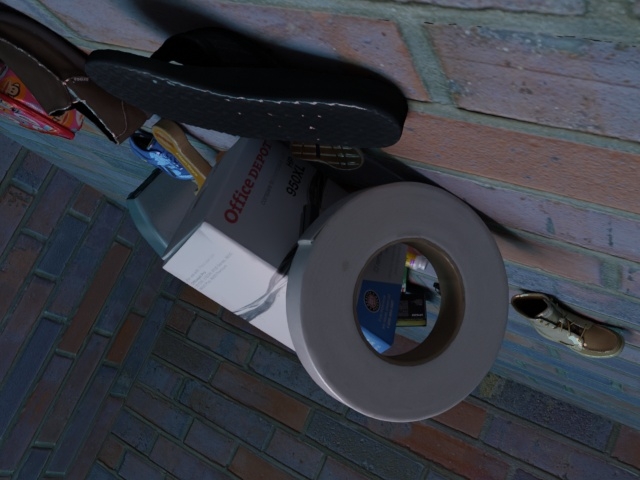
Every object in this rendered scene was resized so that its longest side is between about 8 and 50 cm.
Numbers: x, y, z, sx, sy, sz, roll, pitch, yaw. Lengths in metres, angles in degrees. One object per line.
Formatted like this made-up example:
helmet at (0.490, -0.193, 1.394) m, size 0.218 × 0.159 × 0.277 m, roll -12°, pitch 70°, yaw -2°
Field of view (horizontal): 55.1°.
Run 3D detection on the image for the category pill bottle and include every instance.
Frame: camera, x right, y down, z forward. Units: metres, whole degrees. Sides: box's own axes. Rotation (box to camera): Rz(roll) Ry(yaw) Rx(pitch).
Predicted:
pill bottle at (0.219, 0.044, 1.489) m, size 0.083 × 0.043 × 0.043 m, roll 21°, pitch 169°, yaw 20°

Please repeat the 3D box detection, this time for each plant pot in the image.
plant pot at (-0.437, -0.090, 1.859) m, size 0.252 × 0.247 × 0.248 m, roll 48°, pitch 161°, yaw -22°

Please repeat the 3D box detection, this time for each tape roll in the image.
tape roll at (0.132, 0.097, 1.010) m, size 0.392 × 0.391 × 0.072 m, roll 29°, pitch 169°, yaw -18°

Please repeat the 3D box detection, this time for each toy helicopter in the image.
toy helicopter at (-0.246, -0.135, 1.401) m, size 0.355 × 0.140 × 0.235 m, roll 49°, pitch 156°, yaw -21°

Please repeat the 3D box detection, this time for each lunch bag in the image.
lunch bag at (-0.742, -0.353, 1.586) m, size 0.293 × 0.120 × 0.258 m, roll 17°, pitch 171°, yaw 44°

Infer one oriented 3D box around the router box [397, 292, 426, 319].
router box at (0.184, 0.230, 1.972) m, size 0.309 × 0.080 × 0.243 m, roll -3°, pitch 166°, yaw 10°

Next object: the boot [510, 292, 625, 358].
boot at (0.541, 0.184, 1.354) m, size 0.165 × 0.077 × 0.213 m, roll 36°, pitch 168°, yaw -38°

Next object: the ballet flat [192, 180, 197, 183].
ballet flat at (-0.323, -0.176, 1.635) m, size 0.168 × 0.057 × 0.052 m, roll 18°, pitch 158°, yaw 33°

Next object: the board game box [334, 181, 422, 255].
board game box at (0.123, -0.043, 1.333) m, size 0.145 × 0.027 × 0.281 m, roll 17°, pitch 167°, yaw 30°

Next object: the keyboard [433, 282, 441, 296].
keyboard at (0.399, 0.178, 1.757) m, size 0.192 × 0.038 × 0.100 m, roll 31°, pitch 168°, yaw -25°

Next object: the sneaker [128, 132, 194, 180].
sneaker at (-0.392, -0.215, 1.560) m, size 0.209 × 0.069 × 0.082 m, roll 25°, pitch 166°, yaw 4°

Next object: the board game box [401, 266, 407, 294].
board game box at (0.152, 0.116, 1.844) m, size 0.214 × 0.046 × 0.317 m, roll 5°, pitch 166°, yaw 9°

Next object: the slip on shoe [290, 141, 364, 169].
slip on shoe at (0.016, -0.149, 1.025) m, size 0.135 × 0.051 × 0.041 m, roll 10°, pitch -157°, yaw 29°

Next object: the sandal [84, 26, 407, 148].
sandal at (-0.100, -0.216, 0.845) m, size 0.446 × 0.106 × 0.167 m, roll 10°, pitch 166°, yaw 9°

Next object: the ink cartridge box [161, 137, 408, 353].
ink cartridge box at (-0.046, 0.018, 1.130) m, size 0.395 × 0.285 × 0.166 m, roll 35°, pitch 133°, yaw -18°

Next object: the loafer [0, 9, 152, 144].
loafer at (-0.509, -0.308, 1.193) m, size 0.366 × 0.130 × 0.134 m, roll 29°, pitch 169°, yaw -22°
